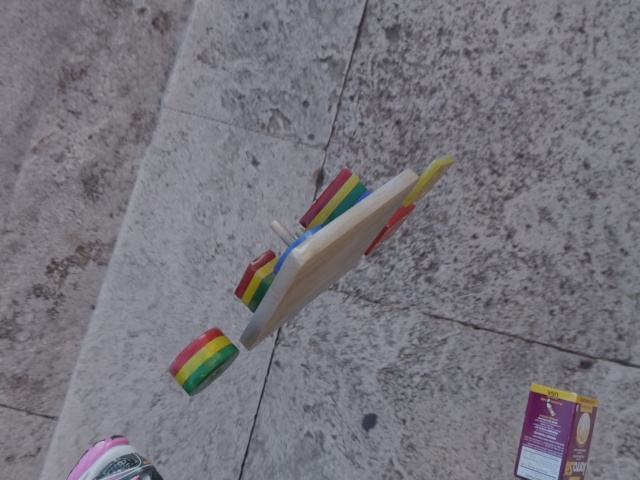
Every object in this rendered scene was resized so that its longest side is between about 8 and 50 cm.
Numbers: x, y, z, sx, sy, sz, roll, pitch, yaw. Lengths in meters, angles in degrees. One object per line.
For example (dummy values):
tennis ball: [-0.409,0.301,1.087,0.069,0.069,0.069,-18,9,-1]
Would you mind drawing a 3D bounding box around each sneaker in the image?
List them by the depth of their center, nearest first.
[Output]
sneaker: [-0.189,0.251,0.497,0.077,0.072,0.178,23,77,24]

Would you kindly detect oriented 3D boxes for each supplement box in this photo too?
supplement box: [0.208,0.173,0.550,0.055,0.043,0.083,21,80,-45]

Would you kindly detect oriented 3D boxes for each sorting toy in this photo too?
sorting toy: [0.000,0.000,0.472,0.046,0.132,0.274,46,52,11]
